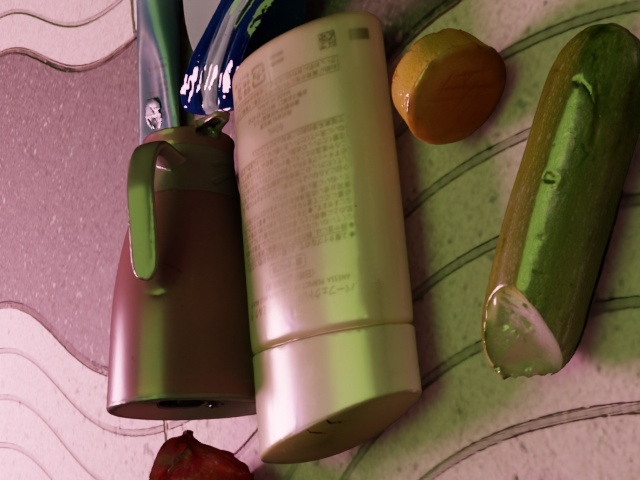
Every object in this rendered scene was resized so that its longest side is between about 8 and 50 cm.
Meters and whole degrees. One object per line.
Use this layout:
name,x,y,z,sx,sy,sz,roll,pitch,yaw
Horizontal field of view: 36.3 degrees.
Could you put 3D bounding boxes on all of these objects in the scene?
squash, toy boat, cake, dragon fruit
squash,0.155,-0.022,0.627,0.069,0.069,0.239,22,100,50
toy boat,-0.089,-0.268,0.964,0.210,0.070,0.292,-34,57,41
cake,0.093,-0.110,0.707,0.044,0.084,0.084,53,124,44
dragon fruit,-0.081,0.240,0.862,0.111,0.153,0.153,-4,79,7

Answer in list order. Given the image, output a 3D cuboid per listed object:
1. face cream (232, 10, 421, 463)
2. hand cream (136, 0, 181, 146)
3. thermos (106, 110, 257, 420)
face cream,0.000,0.000,0.801,0.173,0.081,0.348,-21,69,44
hand cream,-0.180,-0.193,1.086,0.083,0.048,0.224,-5,86,47
thermos,-0.124,0.023,0.888,0.146,0.176,0.265,-7,74,14
